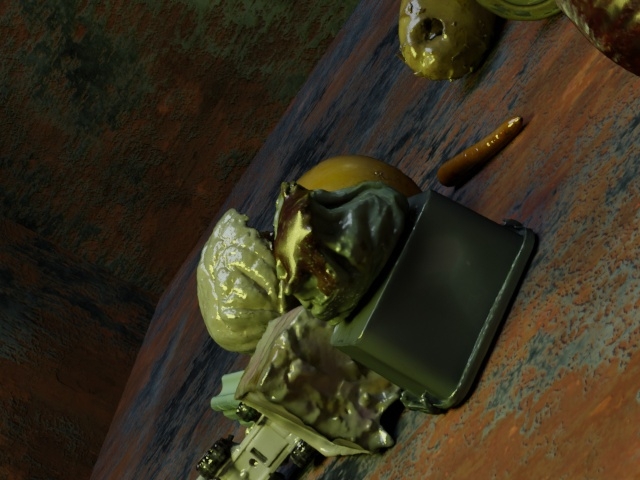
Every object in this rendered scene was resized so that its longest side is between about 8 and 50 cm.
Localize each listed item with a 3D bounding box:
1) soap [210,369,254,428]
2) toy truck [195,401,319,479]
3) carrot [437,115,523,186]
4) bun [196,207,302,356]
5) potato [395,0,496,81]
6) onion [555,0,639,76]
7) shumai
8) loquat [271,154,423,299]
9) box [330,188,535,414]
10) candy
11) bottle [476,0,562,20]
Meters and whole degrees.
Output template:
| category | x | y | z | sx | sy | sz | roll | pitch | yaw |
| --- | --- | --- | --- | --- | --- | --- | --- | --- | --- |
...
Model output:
| category | x | y | z | sx | sy | sz | roll | pitch | yaw |
| --- | --- | --- | --- | --- | --- | --- | --- | --- | --- |
| soap | -0.093 | 0.258 | 1.627 | 0.067 | 0.119 | 0.198 | -62 | 12 | -19 |
| toy truck | -0.085 | 0.307 | 1.476 | 0.286 | 0.136 | 0.111 | -53 | -7 | 20 |
| carrot | 0.224 | -0.122 | 1.429 | 0.190 | 0.037 | 0.037 | -36 | 27 | 54 |
| bun | -0.051 | 0.080 | 1.593 | 0.282 | 0.281 | 0.205 | -60 | 34 | 3 |
| potato | 0.218 | -0.395 | 1.727 | 0.140 | 0.173 | 0.300 | -20 | 41 | 49 |
| onion | 0.309 | -0.267 | 0.940 | 0.216 | 0.206 | 0.207 | -50 | 3 | 29 |
| shumai | -0.002 | 0.001 | 1.176 | 0.184 | 0.142 | 0.184 | -54 | 14 | 20 |
| loquat | 0.046 | -0.004 | 1.409 | 0.235 | 0.235 | 0.235 | -56 | 13 | 21 |
| box | 0.121 | 0.063 | 1.180 | 0.243 | 0.135 | 0.163 | -64 | 12 | -12 |
| candy | 0.001 | 0.183 | 1.312 | 0.137 | 0.184 | 0.195 | -60 | 7 | -19 |
| bottle | 0.330 | -0.494 | 1.533 | 0.171 | 0.171 | 0.351 | -45 | 17 | 50 |
